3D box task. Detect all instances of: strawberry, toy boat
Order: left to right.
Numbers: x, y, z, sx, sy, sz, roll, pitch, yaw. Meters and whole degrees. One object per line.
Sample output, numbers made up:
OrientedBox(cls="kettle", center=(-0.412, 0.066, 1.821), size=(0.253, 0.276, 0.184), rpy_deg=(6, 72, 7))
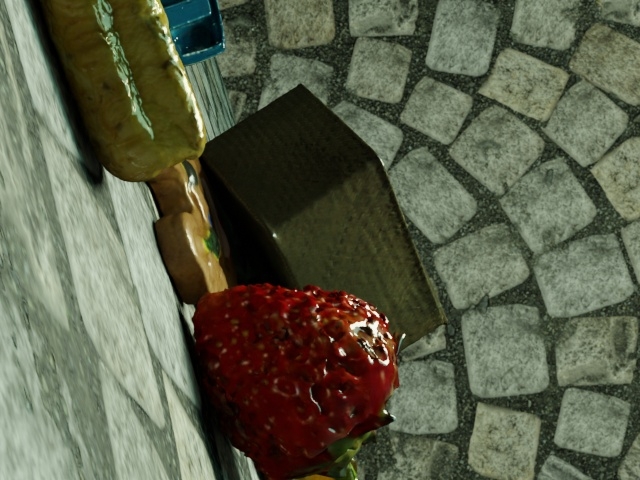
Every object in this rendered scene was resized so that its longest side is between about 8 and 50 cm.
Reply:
OrientedBox(cls="toy boat", center=(-0.207, -0.372, 1.917), size=(0.062, 0.096, 0.299), rpy_deg=(153, -83, -80))
OrientedBox(cls="strawberry", center=(-0.024, 0.113, 1.285), size=(0.201, 0.184, 0.187), rpy_deg=(37, 21, 9))

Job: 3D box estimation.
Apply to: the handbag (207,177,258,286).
OrientedBox(cls="handbag", center=(-0.088, 0.030, 1.801), size=(0.247, 0.079, 0.260), rpy_deg=(-107, 180, -52))

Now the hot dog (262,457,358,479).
OrientedBox(cls="hot dog", center=(-0.020, 0.214, 1.567), size=(0.135, 0.100, 0.337), rpy_deg=(-108, 180, -62))

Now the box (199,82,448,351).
OrientedBox(cls="box", center=(0.002, -0.001, 1.540), size=(0.184, 0.143, 0.273), rpy_deg=(48, -13, 45))

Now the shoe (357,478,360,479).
OrientedBox(cls="shoe", center=(0.042, 0.408, 1.794), size=(0.149, 0.109, 0.293), rpy_deg=(-125, -160, -79))

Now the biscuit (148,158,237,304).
OrientedBox(cls="biscuit", center=(-0.124, -0.021, 1.436), size=(0.334, 0.047, 0.202), rpy_deg=(72, 0, -79))

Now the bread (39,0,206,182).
OrientedBox(cls="bread", center=(-0.148, -0.146, 1.039), size=(0.114, 0.083, 0.211), rpy_deg=(-132, -156, -79))
